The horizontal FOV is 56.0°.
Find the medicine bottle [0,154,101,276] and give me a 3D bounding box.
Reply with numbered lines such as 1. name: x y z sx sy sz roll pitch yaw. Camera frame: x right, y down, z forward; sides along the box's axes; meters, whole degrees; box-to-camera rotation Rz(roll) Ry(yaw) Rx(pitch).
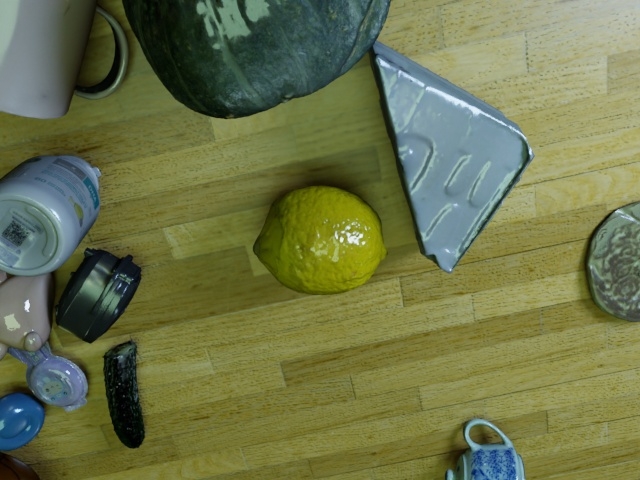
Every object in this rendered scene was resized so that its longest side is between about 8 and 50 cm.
1. medicine bottle: -0.395 -0.050 0.869 0.135 0.215 0.135 -1 115 -3

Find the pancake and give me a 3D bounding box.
1. pancake: 0.592 0.038 1.073 0.250 0.031 0.250 -1 114 -3

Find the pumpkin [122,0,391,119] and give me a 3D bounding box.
1. pumpkin: -0.079 -0.315 0.740 0.327 0.291 0.257 -32 140 -1

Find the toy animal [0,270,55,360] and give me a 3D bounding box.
1. toy animal: -0.541 0.113 0.974 0.197 0.171 0.171 -3 115 -6

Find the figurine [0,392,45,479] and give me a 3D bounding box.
1. figurine: -0.626 0.489 1.124 0.298 0.243 0.416 19 117 36

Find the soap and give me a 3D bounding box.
1. soap: 0.134 -0.120 0.909 0.302 0.159 0.258 27 113 -13

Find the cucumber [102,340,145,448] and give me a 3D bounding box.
1. cucumber: -0.365 0.294 1.117 0.067 0.067 0.245 3 116 -5

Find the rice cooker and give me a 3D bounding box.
1. rice cooker: -0.368 0.091 0.995 0.106 0.112 0.165 26 110 -8

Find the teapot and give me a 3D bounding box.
1. teapot: 0.322 0.476 1.204 0.159 0.159 0.232 6 87 -6

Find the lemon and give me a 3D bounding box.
1. lemon: 0.003 0.000 0.942 0.193 0.180 0.181 -1 117 21

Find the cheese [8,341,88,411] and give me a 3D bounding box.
1. cheese: -0.495 0.237 1.093 0.105 0.042 0.191 -26 111 7

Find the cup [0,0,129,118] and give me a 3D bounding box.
1. cup: -0.372 -0.286 0.796 0.253 0.191 0.200 11 114 -41
